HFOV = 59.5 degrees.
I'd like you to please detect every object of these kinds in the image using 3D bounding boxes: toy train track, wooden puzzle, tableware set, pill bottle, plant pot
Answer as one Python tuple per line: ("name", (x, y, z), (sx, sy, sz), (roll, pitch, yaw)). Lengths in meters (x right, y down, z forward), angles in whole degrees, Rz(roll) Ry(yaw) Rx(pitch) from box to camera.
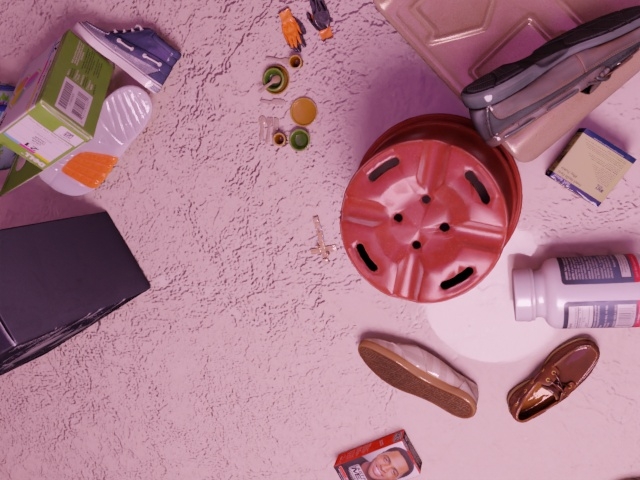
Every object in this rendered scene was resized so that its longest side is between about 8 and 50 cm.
("toy train track", (0.000, 0.000, 0.970), (0.048, 0.014, 0.083), (-11, 97, 17))
("wooden puzzle", (0.300, -0.340, 0.793), (0.322, 0.080, 0.348), (-43, 93, 18))
("tableware set", (-0.055, -0.230, 0.935), (0.104, 0.024, 0.154), (10, 103, 13))
("pill bottle", (0.382, 0.077, 0.832), (0.180, 0.108, 0.108), (-3, 100, 16))
("plant pot", (0.153, -0.044, 0.788), (0.272, 0.265, 0.273), (3, 102, 14))

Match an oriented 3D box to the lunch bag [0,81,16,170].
("lunch bag", (-0.631, -0.207, 0.993), (0.090, 0.219, 0.176), (21, 105, 10))

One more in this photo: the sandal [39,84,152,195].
("sandal", (-0.393, -0.182, 1.010), (0.265, 0.076, 0.102), (-37, 117, 17))

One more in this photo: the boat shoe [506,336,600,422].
("boat shoe", (0.372, 0.228, 0.888), (0.064, 0.060, 0.178), (43, 108, 4))

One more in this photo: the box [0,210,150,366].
("box", (-0.537, 0.117, 0.966), (0.312, 0.343, 0.179), (-31, 90, 19))

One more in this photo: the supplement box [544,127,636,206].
("supplement box", (0.392, -0.107, 0.820), (0.083, 0.056, 0.083), (34, 107, 6))

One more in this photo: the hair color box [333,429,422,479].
("hair color box", (0.103, 0.402, 1.005), (0.141, 0.043, 0.072), (-29, 91, 18))

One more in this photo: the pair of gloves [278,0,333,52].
("pair of gloves", (-0.024, -0.352, 0.910), (0.083, 0.010, 0.074), (-18, 95, 17))

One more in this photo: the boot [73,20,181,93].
("boot", (-0.333, -0.343, 0.975), (0.190, 0.069, 0.086), (37, 94, 3))

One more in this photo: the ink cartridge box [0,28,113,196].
("ink cartridge box", (-0.488, -0.208, 0.952), (0.255, 0.189, 0.097), (-23, 139, 25))

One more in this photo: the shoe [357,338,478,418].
("shoe", (0.166, 0.223, 0.952), (0.219, 0.058, 0.077), (28, 137, 13))

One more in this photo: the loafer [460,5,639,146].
("loafer", (0.312, -0.213, 0.724), (0.267, 0.096, 0.084), (-26, 113, 0))
